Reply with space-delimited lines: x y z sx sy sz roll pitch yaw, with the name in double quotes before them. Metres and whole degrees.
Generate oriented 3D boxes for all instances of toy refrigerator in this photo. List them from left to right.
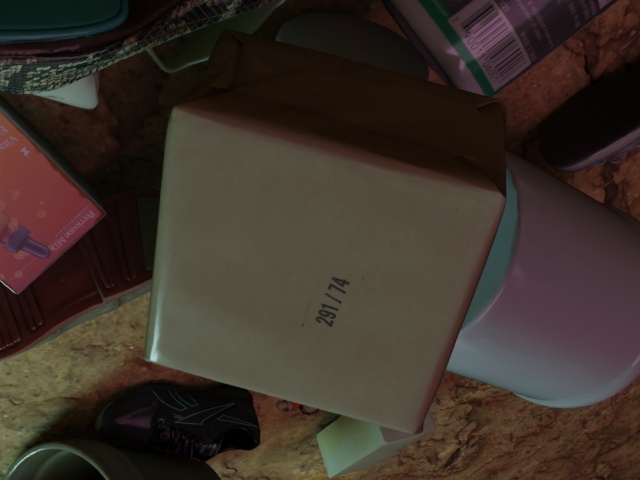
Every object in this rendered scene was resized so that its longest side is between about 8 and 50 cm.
"toy refrigerator" 0.090 0.333 1.634 0.102 0.094 0.269 -9 159 -24

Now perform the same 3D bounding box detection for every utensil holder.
"utensil holder" 0.258 0.046 1.324 0.385 0.327 0.327 22 118 -41

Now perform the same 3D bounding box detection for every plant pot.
"plant pot" -0.293 0.452 1.444 0.323 0.323 0.280 -51 153 23

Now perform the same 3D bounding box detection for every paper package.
"paper package" 0.000 0.000 0.921 0.309 0.168 0.325 14 128 1

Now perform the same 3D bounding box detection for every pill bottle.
"pill bottle" -0.009 -0.068 1.109 0.210 0.210 0.363 -6 135 -28
"pill bottle" 0.246 -0.326 1.000 0.361 0.204 0.204 -37 141 8

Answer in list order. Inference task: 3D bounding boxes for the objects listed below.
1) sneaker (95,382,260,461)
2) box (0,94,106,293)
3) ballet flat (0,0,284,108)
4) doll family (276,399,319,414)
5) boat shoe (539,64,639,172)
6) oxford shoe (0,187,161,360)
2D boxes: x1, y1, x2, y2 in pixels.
"sneaker" -0.211 0.284 1.444 0.267 0.106 0.101 0 133 -31
"box" -0.329 -0.055 0.958 0.130 0.091 0.170 -43 119 -2
"ballet flat" -0.177 -0.223 0.892 0.483 0.164 0.182 -22 150 -16
"doll family" 0.007 0.153 1.459 0.263 0.118 0.163 -42 137 -15
"boat shoe" 0.467 -0.190 1.362 0.320 0.118 0.103 -36 137 -4
"oxford shoe" -0.325 0.062 1.111 0.397 0.140 0.146 -18 171 4
